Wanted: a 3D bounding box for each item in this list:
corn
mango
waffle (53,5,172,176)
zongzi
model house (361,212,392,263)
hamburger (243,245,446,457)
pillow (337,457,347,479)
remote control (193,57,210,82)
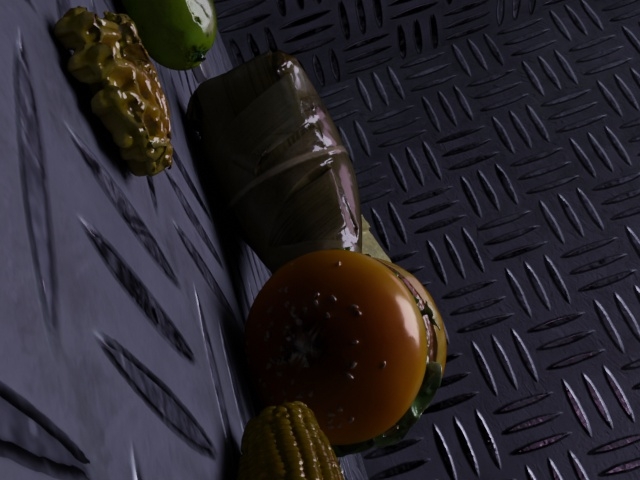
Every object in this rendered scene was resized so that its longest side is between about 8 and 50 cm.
[{"bbox_3d":[-0.019,0.210,0.606,0.261,0.097,0.097,-111,-178,-69],"label":"corn"},{"bbox_3d":[-0.190,-0.284,0.927,0.119,0.100,0.178,-22,-86,50],"label":"mango"},{"bbox_3d":[-0.162,-0.134,0.660,0.194,0.051,0.149,-108,180,-63],"label":"waffle"},{"bbox_3d":[-0.021,0.008,1.284,0.500,0.218,0.467,62,10,-71],"label":"zongzi"},{"bbox_3d":[-0.027,0.037,1.865,0.321,0.261,0.266,54,24,6],"label":"model house"},{"bbox_3d":[0.022,0.125,0.901,0.170,0.246,0.246,17,52,-66],"label":"hamburger"},{"bbox_3d":[-0.003,0.304,1.098,0.141,0.055,0.208,-141,-149,-79],"label":"pillow"},{"bbox_3d":[-0.256,-0.377,1.663,0.245,0.022,0.077,-110,-177,-74],"label":"remote control"}]
